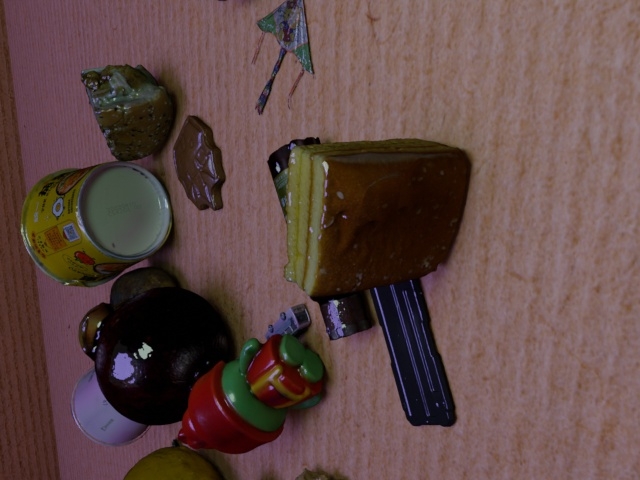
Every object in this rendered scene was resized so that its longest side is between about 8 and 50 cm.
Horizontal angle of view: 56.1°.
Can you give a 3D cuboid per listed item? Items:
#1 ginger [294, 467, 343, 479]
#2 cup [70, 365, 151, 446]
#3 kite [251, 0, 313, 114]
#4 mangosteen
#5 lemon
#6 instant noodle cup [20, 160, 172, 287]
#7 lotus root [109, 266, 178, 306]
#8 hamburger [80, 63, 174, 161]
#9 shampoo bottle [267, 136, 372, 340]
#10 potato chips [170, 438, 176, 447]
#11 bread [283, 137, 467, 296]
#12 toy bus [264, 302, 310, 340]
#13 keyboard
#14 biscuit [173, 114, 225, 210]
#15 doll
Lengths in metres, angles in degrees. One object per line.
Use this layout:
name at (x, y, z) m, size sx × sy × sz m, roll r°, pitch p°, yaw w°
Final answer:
ginger at (-0.014, 0.519, 1.147) m, size 0.115 × 0.081 × 0.206 m, roll 19°, pitch 108°, yaw 14°
cup at (-0.524, 0.405, 1.657) m, size 0.274 × 0.253 × 0.253 m, roll -43°, pitch 65°, yaw 41°
kite at (-0.070, -0.320, 1.059) m, size 0.198 × 0.006 × 0.244 m, roll 53°, pitch 135°, yaw 29°
mangosteen at (-0.373, 0.247, 1.341) m, size 0.346 × 0.306 × 0.307 m, roll 17°, pitch 113°, yaw 30°
lemon at (-0.356, 0.664, 1.469) m, size 0.316 × 0.285 × 0.286 m, roll -103°, pitch 25°, yaw -55°
instant noodle cup at (-0.544, -0.053, 1.515) m, size 0.254 × 0.325 × 0.326 m, roll -11°, pitch 90°, yaw 43°
lotus root at (-0.464, 0.150, 1.571) m, size 0.274 × 0.151 × 0.160 m, roll -4°, pitch 92°, yaw 52°
hamburger at (-0.444, -0.307, 1.415) m, size 0.288 × 0.192 × 0.168 m, roll 106°, pitch 147°, yaw -68°
shampoo bottle at (0.000, 0.000, 0.991) m, size 0.129 × 0.084 × 0.323 m, roll -25°, pitch 79°, yaw 55°
potato chips at (-0.411, 0.680, 1.747) m, size 0.142 × 0.026 × 0.209 m, roll 37°, pitch 127°, yaw 39°
bread at (0.073, -0.034, 0.763) m, size 0.110 × 0.234 × 0.184 m, roll 32°, pitch 124°, yaw 46°
toy bus at (-0.064, 0.169, 1.155) m, size 0.131 × 0.036 × 0.052 m, roll -48°, pitch 64°, yaw 47°
keyboard at (0.135, 0.152, 0.911) m, size 0.106 × 0.016 × 0.263 m, roll -21°, pitch 83°, yaw 53°
biscuit at (-0.272, -0.158, 1.339) m, size 0.182 × 0.034 × 0.215 m, roll -49°, pitch 61°, yaw 47°
doll at (-0.154, 0.314, 1.141) m, size 0.363 × 0.182 × 0.160 m, roll -36°, pitch 25°, yaw 30°
